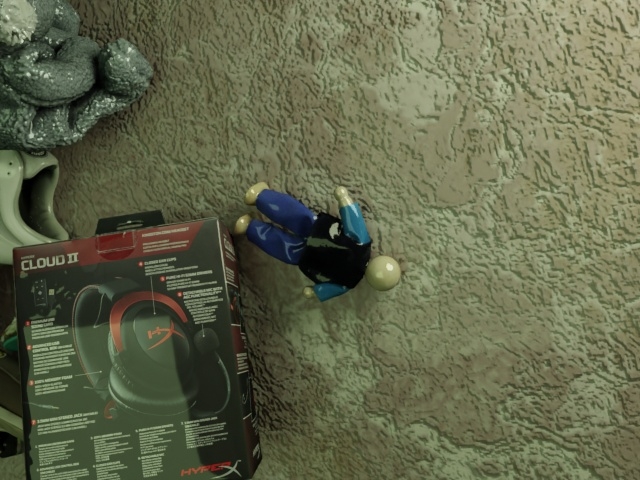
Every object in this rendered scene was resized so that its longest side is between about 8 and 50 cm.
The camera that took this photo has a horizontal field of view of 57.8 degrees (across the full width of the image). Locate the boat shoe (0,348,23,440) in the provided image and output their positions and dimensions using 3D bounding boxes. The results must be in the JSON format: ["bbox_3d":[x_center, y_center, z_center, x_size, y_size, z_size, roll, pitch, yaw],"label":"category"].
[{"bbox_3d":[-0.363,0.223,0.768,0.324,0.097,0.117,20,143,12],"label":"boat shoe"}]

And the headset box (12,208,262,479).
[{"bbox_3d":[-0.191,0.111,0.620,0.218,0.110,0.293,-9,80,-2],"label":"headset box"}]

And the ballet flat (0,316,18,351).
[{"bbox_3d":[-0.313,0.093,0.761,0.240,0.091,0.077,-13,61,20],"label":"ballet flat"}]

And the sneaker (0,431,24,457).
[{"bbox_3d":[-0.475,0.252,0.840,0.170,0.075,0.063,35,108,16],"label":"sneaker"}]

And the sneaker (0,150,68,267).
[{"bbox_3d":[-0.413,-0.128,0.748,0.146,0.122,0.331,-8,108,15],"label":"sneaker"}]

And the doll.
[{"bbox_3d":[0.000,0.000,0.624,0.189,0.046,0.129,28,107,18],"label":"doll"}]

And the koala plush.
[{"bbox_3d":[-0.327,-0.220,0.607,0.196,0.221,0.203,36,71,14],"label":"koala plush"}]
